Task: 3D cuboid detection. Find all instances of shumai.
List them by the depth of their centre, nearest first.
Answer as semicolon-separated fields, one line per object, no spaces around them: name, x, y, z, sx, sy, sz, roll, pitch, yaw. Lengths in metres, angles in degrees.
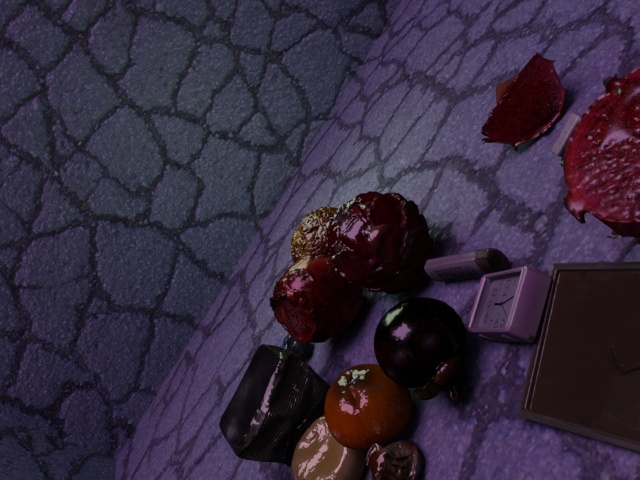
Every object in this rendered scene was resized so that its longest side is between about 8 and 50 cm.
shumai;0.155;0.511;1.224;0.145;0.116;0.145;-48;23;28

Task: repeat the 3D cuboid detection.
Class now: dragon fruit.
dragon fruit;0.614;-0.125;0.875;0.386;0.249;0.371;-40;33;24
dragon fruit;0.574;-0.362;1.482;0.274;0.161;0.126;-58;-8;24
dragon fruit;0.178;0.006;1.586;0.329;0.329;0.329;-46;25;29
dragon fruit;-0.007;0.187;1.762;0.302;0.295;0.296;-34;17;-15

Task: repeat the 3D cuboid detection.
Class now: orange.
orange;0.112;0.410;1.333;0.224;0.170;0.224;-25;21;10

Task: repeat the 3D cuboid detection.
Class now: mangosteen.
mangosteen;0.248;0.261;1.250;0.228;0.228;0.265;-50;52;21

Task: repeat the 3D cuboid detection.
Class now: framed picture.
framed picture;0.542;0.186;0.886;0.446;0.028;0.326;-6;63;63

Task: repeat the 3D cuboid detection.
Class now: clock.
clock;0.403;0.143;1.164;0.197;0.063;0.150;138;154;-76

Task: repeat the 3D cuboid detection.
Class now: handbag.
handbag;-0.129;0.517;1.663;0.340;0.240;0.247;-62;23;-10

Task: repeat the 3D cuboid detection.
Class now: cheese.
cheese;0.029;0.580;1.417;0.226;0.117;0.214;-53;28;2

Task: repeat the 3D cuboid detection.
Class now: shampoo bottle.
shampoo bottle;0.372;0.066;1.378;0.227;0.086;0.055;-19;46;59

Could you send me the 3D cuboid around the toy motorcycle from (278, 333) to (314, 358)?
toy motorcycle;-0.140;0.439;1.950;0.272;0.124;0.182;-49;14;25

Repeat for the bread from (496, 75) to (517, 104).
bread;0.577;-0.424;1.600;0.119;0.067;0.192;-46;23;48

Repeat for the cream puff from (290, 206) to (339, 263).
cream puff;0.000;0.000;2.096;0.303;0.212;0.303;-49;26;34

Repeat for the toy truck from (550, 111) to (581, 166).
toy truck;0.617;-0.189;1.158;0.286;0.111;0.136;-102;32;-63
